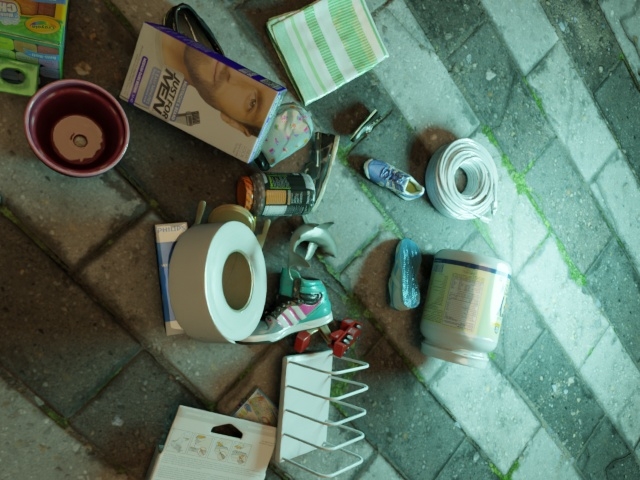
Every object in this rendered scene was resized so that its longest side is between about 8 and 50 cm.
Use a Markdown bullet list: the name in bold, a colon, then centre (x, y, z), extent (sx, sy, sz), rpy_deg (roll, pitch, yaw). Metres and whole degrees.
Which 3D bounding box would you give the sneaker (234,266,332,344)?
- **sneaker**: centre (-0.102, 0.163, 1.384), extent (0.295, 0.123, 0.179), rpy_deg (-12, 102, -32)

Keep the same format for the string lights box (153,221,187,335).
- **string lights box**: centre (-0.354, 0.087, 1.259), extent (0.076, 0.133, 0.260), rpy_deg (-7, 93, -19)

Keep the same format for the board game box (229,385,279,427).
- **board game box**: centre (-0.161, 0.491, 1.420), extent (0.103, 0.026, 0.154), rpy_deg (-45, 109, -18)

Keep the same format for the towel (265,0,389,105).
- **towel**: centre (0.027, -0.568, 1.478), extent (0.324, 0.038, 0.248), rpy_deg (-34, 106, -21)

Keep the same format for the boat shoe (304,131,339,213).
- **boat shoe**: centre (-0.010, -0.191, 1.456), extent (0.079, 0.084, 0.233), rpy_deg (15, 88, -3)

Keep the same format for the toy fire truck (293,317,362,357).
- **toy fire truck**: centre (0.025, 0.269, 1.466), extent (0.192, 0.135, 0.047), rpy_deg (-36, 143, -55)

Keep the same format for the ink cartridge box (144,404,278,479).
- **ink cartridge box**: centre (-0.281, 0.576, 1.342), extent (0.296, 0.066, 0.261), rpy_deg (23, 82, -24)

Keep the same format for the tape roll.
- **tape roll**: centre (-0.236, 0.099, 1.232), extent (0.286, 0.100, 0.287), rpy_deg (-3, 90, -69)

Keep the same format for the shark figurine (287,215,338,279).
- **shark figurine**: centre (-0.016, -0.012, 1.376), extent (0.278, 0.116, 0.166), rpy_deg (-23, 90, -63)

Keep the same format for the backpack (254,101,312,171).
- **backpack**: centre (-0.107, -0.273, 1.330), extent (0.181, 0.115, 0.152), rpy_deg (-31, 120, 2)

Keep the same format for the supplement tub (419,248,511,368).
- **supplement tub**: centre (0.437, 0.206, 1.581), extent (0.235, 0.235, 0.325), rpy_deg (15, 85, -25)

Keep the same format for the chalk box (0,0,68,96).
- **chalk box**: centre (-0.620, -0.441, 1.061), extent (0.180, 0.179, 0.289), rpy_deg (5, 74, -26)

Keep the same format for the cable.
- **cable**: centre (0.458, -0.195, 1.663), extent (0.256, 0.089, 0.258), rpy_deg (11, 86, -24)

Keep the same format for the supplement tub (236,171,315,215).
- **supplement tub**: centre (-0.120, -0.123, 1.375), extent (0.190, 0.117, 0.117), rpy_deg (-1, 92, -25)

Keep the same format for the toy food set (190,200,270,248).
- **toy food set**: centre (-0.232, -0.042, 1.338), extent (0.191, 0.039, 0.133), rpy_deg (17, 124, -13)

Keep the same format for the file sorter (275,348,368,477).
- **file sorter**: centre (0.014, 0.456, 1.390), extent (0.192, 0.173, 0.278), rpy_deg (5, 89, -50)

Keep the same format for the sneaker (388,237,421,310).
- **sneaker**: centre (0.249, 0.102, 1.576), extent (0.087, 0.092, 0.229), rpy_deg (18, 64, -22)

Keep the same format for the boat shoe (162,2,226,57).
- **boat shoe**: centre (-0.284, -0.426, 1.292), extent (0.127, 0.113, 0.341), rpy_deg (-24, 101, -24)

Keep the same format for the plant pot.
- **plant pot**: centre (-0.536, -0.235, 1.141), extent (0.201, 0.180, 0.202), rpy_deg (-1, 92, -26)

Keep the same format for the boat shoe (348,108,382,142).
- **boat shoe**: centre (0.135, -0.334, 1.527), extent (0.042, 0.049, 0.133), rpy_deg (46, 68, -11)

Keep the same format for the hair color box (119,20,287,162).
- **hair color box**: centre (-0.272, -0.344, 1.207), extent (0.338, 0.110, 0.185), rpy_deg (26, 110, -3)

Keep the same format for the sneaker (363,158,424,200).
- **sneaker**: centre (0.223, -0.189, 1.555), extent (0.211, 0.081, 0.080), rpy_deg (23, 83, -22)
